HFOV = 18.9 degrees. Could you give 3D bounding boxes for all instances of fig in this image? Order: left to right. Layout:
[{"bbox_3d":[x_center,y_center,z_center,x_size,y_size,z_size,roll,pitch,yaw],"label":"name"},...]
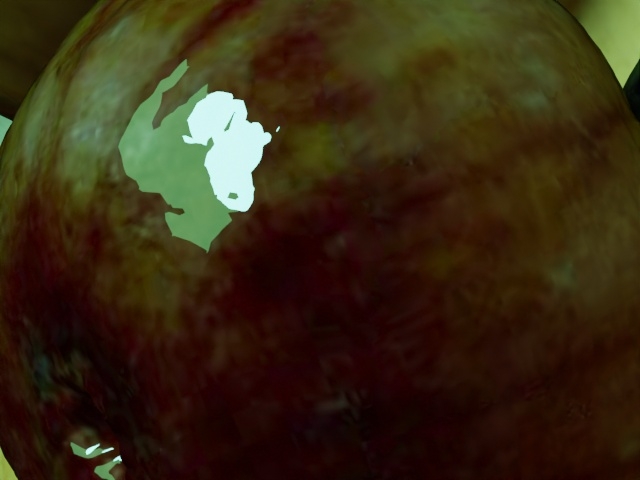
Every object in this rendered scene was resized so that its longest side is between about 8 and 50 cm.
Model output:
[{"bbox_3d":[0.008,0.023,0.567,0.235,0.214,0.235,2,94,34],"label":"fig"}]

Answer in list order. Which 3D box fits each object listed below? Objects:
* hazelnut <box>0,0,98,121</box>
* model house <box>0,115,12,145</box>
[{"bbox_3d":[-0.043,-0.236,0.716,0.359,0.359,0.409,26,95,63],"label":"hazelnut"},{"bbox_3d":[-0.216,-0.140,1.160,0.244,0.169,0.326,-52,26,11],"label":"model house"}]
